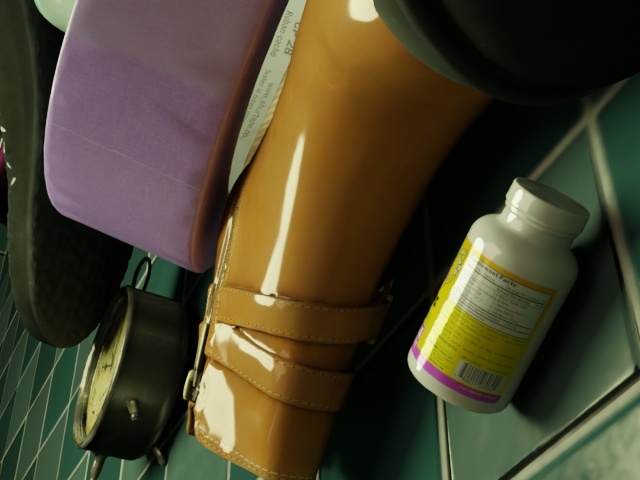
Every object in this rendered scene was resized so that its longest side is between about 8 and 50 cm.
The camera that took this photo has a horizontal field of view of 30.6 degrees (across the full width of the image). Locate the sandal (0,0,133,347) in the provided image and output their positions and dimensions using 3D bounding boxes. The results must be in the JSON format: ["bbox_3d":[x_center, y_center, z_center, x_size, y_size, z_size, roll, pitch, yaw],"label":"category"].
[{"bbox_3d":[-0.219,-0.135,0.892,0.167,0.107,0.446,-40,-47,-58],"label":"sandal"}]

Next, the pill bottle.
[{"bbox_3d":[0.068,0.020,0.437,0.083,0.043,0.043,-65,21,18],"label":"pill bottle"}]

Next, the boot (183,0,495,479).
[{"bbox_3d":[0.000,0.000,0.531,0.283,0.109,0.220,167,121,-71],"label":"boot"}]

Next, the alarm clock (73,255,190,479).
[{"bbox_3d":[-0.145,0.089,0.920,0.129,0.064,0.192,-54,29,42],"label":"alarm clock"}]

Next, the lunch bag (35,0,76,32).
[{"bbox_3d":[-0.082,-0.256,0.862,0.224,0.107,0.279,25,-96,-65],"label":"lunch bag"}]

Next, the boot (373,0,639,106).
[{"bbox_3d":[0.168,-0.155,0.153,0.445,0.146,0.367,29,127,52],"label":"boot"}]

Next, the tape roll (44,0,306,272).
[{"bbox_3d":[-0.054,-0.123,0.673,0.275,0.090,0.275,24,-90,-87],"label":"tape roll"}]
